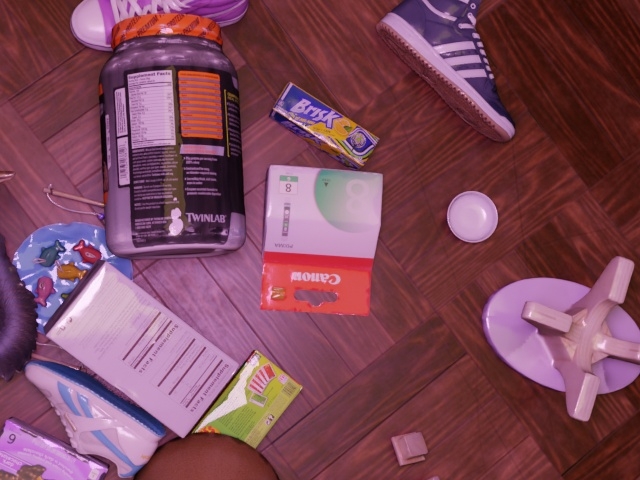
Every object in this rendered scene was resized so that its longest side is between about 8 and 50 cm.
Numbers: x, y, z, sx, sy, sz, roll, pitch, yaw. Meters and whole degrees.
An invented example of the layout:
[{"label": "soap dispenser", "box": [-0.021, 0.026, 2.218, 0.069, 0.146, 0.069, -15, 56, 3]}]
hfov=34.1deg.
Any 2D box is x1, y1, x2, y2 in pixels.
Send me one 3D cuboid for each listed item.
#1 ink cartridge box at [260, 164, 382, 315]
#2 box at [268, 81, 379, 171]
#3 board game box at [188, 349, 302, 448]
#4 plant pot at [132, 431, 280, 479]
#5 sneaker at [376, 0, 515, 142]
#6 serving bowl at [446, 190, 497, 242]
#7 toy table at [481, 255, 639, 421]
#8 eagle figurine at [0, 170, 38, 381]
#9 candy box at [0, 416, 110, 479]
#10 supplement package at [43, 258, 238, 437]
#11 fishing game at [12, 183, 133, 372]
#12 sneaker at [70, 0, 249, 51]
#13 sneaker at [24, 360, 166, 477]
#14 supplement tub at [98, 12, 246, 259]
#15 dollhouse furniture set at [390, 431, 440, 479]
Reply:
[{"label": "ink cartridge box", "box": [0.000, 0.000, 1.630, 0.181, 0.056, 0.225, 4, 82, -8]}, {"label": "box", "box": [0.004, -0.178, 1.644, 0.169, 0.059, 0.054, 31, 78, -5]}, {"label": "board game box", "box": [-0.120, 0.266, 1.589, 0.092, 0.043, 0.181, 39, 80, -3]}, {"label": "plant pot", "box": [-0.170, 0.417, 1.435, 0.237, 0.254, 0.237, 0, 97, 0]}, {"label": "sneaker", "box": [0.240, -0.298, 1.672, 0.282, 0.099, 0.153, 44, 82, 1]}, {"label": "serving bowl", "box": [0.241, -0.037, 1.682, 0.083, 0.027, 0.083, 1, 84, -9]}, {"label": "toy table", "box": [0.404, 0.151, 1.622, 0.274, 0.161, 0.252, 8, 83, -9]}, {"label": "eagle figurine", "box": [-0.541, 0.042, 1.473, 0.225, 0.226, 0.298, -27, 124, -47]}, {"label": "candy box", "box": [-0.425, 0.382, 1.517, 0.165, 0.070, 0.196, 27, 81, -5]}, {"label": "supplement package", "box": [-0.262, 0.153, 1.515, 0.244, 0.139, 0.134, 40, 80, -14]}, {"label": "fishing game", "box": [-0.375, 0.061, 1.573, 0.189, 0.041, 0.264, 19, 84, -6]}, {"label": "sneaker", "box": [-0.244, -0.370, 1.576, 0.282, 0.161, 0.102, -16, 88, -9]}, {"label": "sneaker", "box": [-0.342, 0.254, 1.516, 0.228, 0.087, 0.092, 32, 92, 9]}, {"label": "supplement tub", "box": [-0.218, -0.146, 1.533, 0.207, 0.207, 0.338, -2, 84, -9]}, {"label": "dollhouse furniture set", "box": [0.042, 0.496, 1.551, 0.303, 0.174, 0.355, -4, 65, -30]}]
